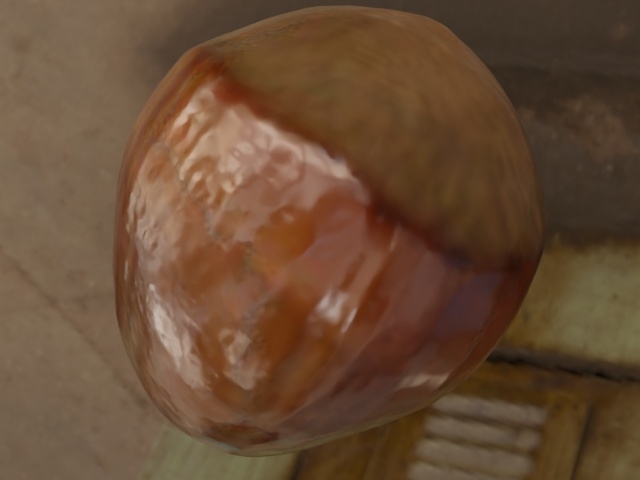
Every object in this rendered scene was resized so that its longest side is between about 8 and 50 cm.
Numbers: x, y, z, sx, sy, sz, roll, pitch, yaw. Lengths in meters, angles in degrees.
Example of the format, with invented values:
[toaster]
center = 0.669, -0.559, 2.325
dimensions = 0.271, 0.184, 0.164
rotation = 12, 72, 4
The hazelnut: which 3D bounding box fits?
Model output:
[hazelnut]
center = 0.000, 0.000, 0.645
dimensions = 0.176, 0.214, 0.214
rotation = 38, 147, 18
